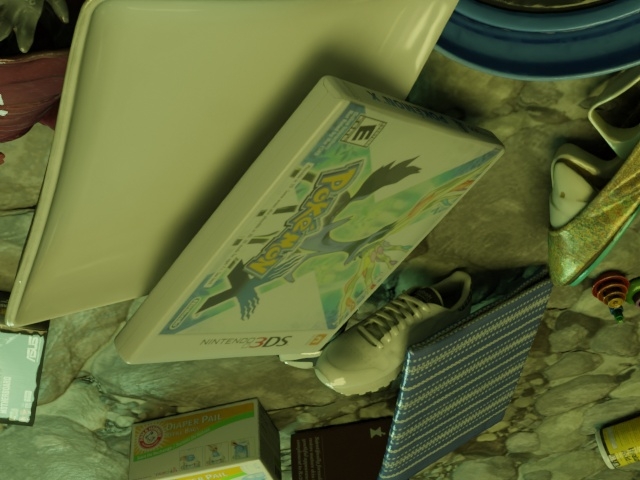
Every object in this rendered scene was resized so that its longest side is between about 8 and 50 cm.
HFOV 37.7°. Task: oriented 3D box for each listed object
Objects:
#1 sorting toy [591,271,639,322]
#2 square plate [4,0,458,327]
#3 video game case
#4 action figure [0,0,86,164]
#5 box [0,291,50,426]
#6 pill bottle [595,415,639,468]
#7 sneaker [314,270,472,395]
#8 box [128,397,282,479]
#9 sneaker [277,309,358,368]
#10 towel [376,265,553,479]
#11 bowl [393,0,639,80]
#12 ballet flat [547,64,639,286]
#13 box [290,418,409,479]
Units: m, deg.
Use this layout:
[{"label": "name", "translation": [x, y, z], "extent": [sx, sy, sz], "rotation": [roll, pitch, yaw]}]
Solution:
[{"label": "sorting toy", "translation": [0.399, 0.077, 1.225], "extent": [0.102, 0.042, 0.061], "rotation": [11, 136, -18]}, {"label": "square plate", "translation": [-0.079, -0.082, 0.785], "extent": [0.347, 0.049, 0.344], "rotation": [-15, 147, -38]}, {"label": "video game case", "translation": [0.000, 0.000, 0.915], "extent": [0.329, 0.036, 0.300], "rotation": [-49, 151, 23]}, {"label": "action figure", "translation": [-0.278, -0.158, 0.799], "extent": [0.248, 0.276, 0.370], "rotation": [5, 164, -31]}, {"label": "box", "translation": [-0.450, 0.151, 1.209], "extent": [0.183, 0.056, 0.231], "rotation": [9, 136, -16]}, {"label": "pill bottle", "translation": [0.502, 0.314, 1.485], "extent": [0.116, 0.065, 0.065], "rotation": [-25, 135, 20]}, {"label": "sneaker", "translation": [0.091, 0.108, 1.152], "extent": [0.235, 0.090, 0.095], "rotation": [-24, 144, -32]}, {"label": "box", "translation": [-0.171, 0.324, 1.396], "extent": [0.203, 0.103, 0.114], "rotation": [-13, 138, 9]}, {"label": "sneaker", "translation": [-0.056, 0.076, 1.139], "extent": [0.235, 0.094, 0.153], "rotation": [22, 131, -27]}, {"label": "towel", "translation": [0.185, 0.192, 1.256], "extent": [0.243, 0.040, 0.336], "rotation": [-26, 144, -26]}, {"label": "bowl", "translation": [0.220, -0.305, 0.752], "extent": [0.391, 0.077, 0.391], "rotation": [-3, 139, -3]}, {"label": "ballet flat", "translation": [0.314, -0.090, 0.990], "extent": [0.123, 0.123, 0.348], "rotation": [13, 136, -20]}, {"label": "box", "translation": [0.056, 0.409, 1.467], "extent": [0.167, 0.168, 0.203], "rotation": [-10, 138, 6]}]
